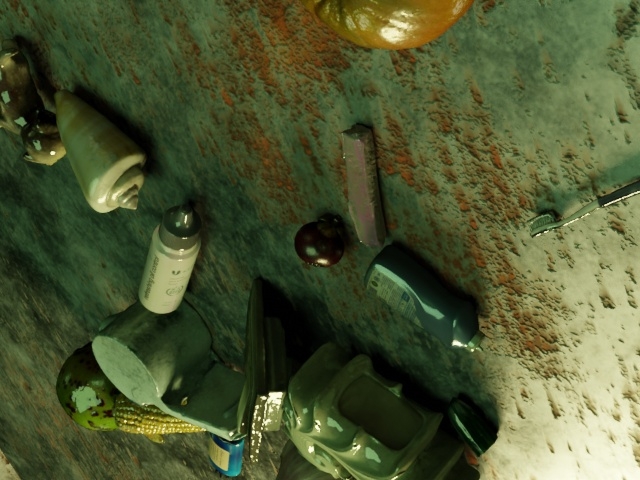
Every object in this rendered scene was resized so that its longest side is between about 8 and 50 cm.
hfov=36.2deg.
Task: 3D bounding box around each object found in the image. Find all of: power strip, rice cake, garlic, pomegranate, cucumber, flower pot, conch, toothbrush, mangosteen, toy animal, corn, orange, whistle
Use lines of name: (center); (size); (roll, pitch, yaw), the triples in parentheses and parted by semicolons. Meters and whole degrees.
power strip: (-0.097, 0.240, 1.770); (0.092, 0.251, 0.257); (6, 140, -5)
rice cake: (0.064, -0.074, 1.411); (0.047, 0.036, 0.207); (30, 143, 39)
garlic: (-0.008, 0.482, 1.886); (0.207, 0.207, 0.256); (46, 128, 1)
pomegranate: (-0.452, 0.342, 2.217); (0.286, 0.231, 0.231); (27, 144, -4)
cucumber: (0.239, 0.298, 1.578); (0.105, 0.048, 0.048); (50, 145, -3)
flower pot: (0.107, 0.351, 1.669); (0.367, 0.164, 0.254); (34, 148, 19)
conch: (-0.382, -0.166, 1.738); (0.255, 0.127, 0.158); (65, -172, 5)
toothbrush: (0.347, -0.053, 1.149); (0.288, 0.024, 0.026); (-27, 89, 55)
mangosteen: (-0.001, 0.003, 1.526); (0.081, 0.081, 0.081); (28, 140, 26)
toy animal: (-0.546, -0.255, 1.799); (0.168, 0.121, 0.233); (23, 142, 49)
corn: (-0.297, 0.361, 2.062); (0.293, 0.106, 0.106); (-2, 128, 12)
orange: (0.061, -0.318, 1.061); (0.240, 0.171, 0.240); (29, 142, 26)
whistle: (-0.291, 0.265, 1.996); (0.405, 0.168, 0.188); (41, 144, 10)

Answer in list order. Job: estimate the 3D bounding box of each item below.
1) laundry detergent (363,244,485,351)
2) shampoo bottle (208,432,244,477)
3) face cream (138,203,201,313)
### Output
laundry detergent: (0.161, 0.097, 1.453); (0.206, 0.061, 0.096); (38, 142, 13)
shampoo bottle: (-0.217, 0.481, 2.229); (0.087, 0.050, 0.183); (30, 142, 17)
face cream: (-0.274, 0.026, 1.817); (0.092, 0.092, 0.311); (41, 143, 9)
